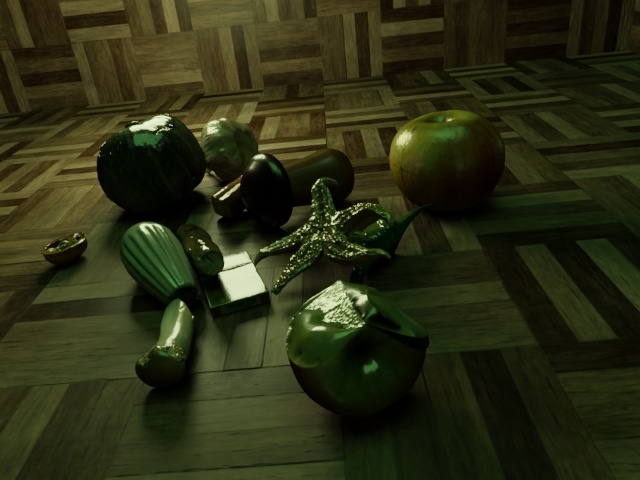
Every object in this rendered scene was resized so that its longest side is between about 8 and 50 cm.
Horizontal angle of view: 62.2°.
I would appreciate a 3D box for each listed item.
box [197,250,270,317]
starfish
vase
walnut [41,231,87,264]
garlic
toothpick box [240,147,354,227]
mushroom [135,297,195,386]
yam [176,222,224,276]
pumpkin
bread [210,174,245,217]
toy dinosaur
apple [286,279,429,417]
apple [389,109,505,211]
[{"bbox_3d":[-0.190,0.088,1.133,0.121,0.030,0.193,-15,30,-16],"label":"box"},{"bbox_3d":[0.002,0.003,1.102,0.302,0.060,0.299,-35,46,5],"label":"starfish"},{"bbox_3d":[-0.338,0.057,1.131,0.128,0.128,0.248,-22,41,-27],"label":"vase"},{"bbox_3d":[-0.628,0.026,1.316,0.091,0.052,0.121,5,28,23],"label":"walnut"},{"bbox_3d":[-0.320,-0.274,1.714,0.212,0.218,0.218,-24,15,35],"label":"garlic"},{"bbox_3d":[-0.063,-0.146,1.393,0.294,0.192,0.192,-17,29,-31],"label":"toothpick box"},{"bbox_3d":[-0.266,0.176,0.947,0.084,0.071,0.209,-33,23,11],"label":"mushroom"},{"bbox_3d":[-0.274,0.013,1.198,0.067,0.071,0.317,-49,25,-6],"label":"yam"},{"bbox_3d":[-0.491,-0.225,1.553,0.291,0.257,0.328,-26,20,-1],"label":"pumpkin"},{"bbox_3d":[-0.233,-0.112,1.447,0.067,0.119,0.192,33,39,7],"label":"bread"},{"bbox_3d":[0.142,0.027,1.120,0.447,0.087,0.301,-26,32,-20],"label":"toy dinosaur"},{"bbox_3d":[0.052,0.160,0.801,0.207,0.174,0.188,-15,9,-12],"label":"apple"},{"bbox_3d":[0.319,-0.201,1.356,0.286,0.233,0.286,-9,26,4],"label":"apple"}]
